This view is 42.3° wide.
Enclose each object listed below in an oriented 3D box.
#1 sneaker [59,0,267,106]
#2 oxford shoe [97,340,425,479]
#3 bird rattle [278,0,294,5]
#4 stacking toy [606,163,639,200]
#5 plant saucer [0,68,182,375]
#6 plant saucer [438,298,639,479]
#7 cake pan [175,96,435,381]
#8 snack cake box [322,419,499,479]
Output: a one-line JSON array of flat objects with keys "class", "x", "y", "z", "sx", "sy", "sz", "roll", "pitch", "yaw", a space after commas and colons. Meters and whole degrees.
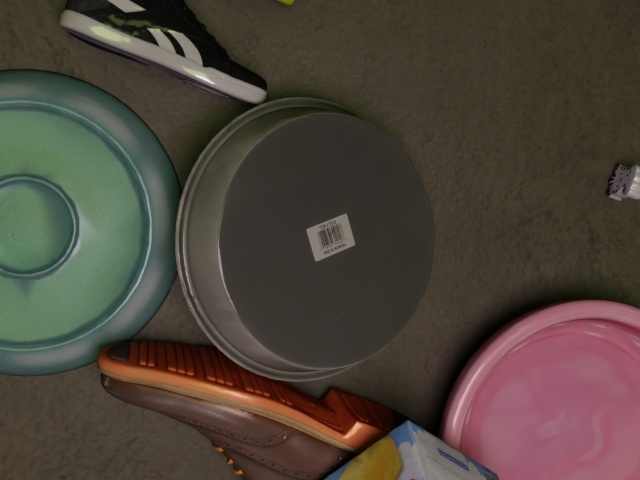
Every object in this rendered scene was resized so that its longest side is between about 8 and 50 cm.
[{"class": "sneaker", "x": -0.138, "y": -0.226, "z": 0.828, "sx": 0.216, "sy": 0.079, "sz": 0.121, "roll": 22, "pitch": 89, "yaw": -11}, {"class": "oxford shoe", "x": -0.065, "y": 0.206, "z": 0.853, "sx": 0.363, "sy": 0.130, "sz": 0.133, "roll": 21, "pitch": 96, "yaw": -11}, {"class": "bird rattle", "x": -0.113, "y": -0.326, "z": 0.794, "sx": 0.253, "sy": 0.143, "sz": 0.207, "roll": 0, "pitch": 64, "yaw": -21}, {"class": "stacking toy", "x": 0.445, "y": -0.117, "z": 0.959, "sx": 0.166, "sy": 0.052, "sz": 0.221, "roll": 20, "pitch": 89, "yaw": -13}, {"class": "plant saucer", "x": -0.296, "y": -0.015, "z": 0.835, "sx": 0.317, "sy": 0.043, "sz": 0.318, "roll": -1, "pitch": 95, "yaw": -11}, {"class": "plant saucer", "x": 0.285, "y": 0.227, "z": 0.937, "sx": 0.331, "sy": 0.084, "sz": 0.332, "roll": -1, "pitch": 94, "yaw": -10}, {"class": "cake pan", "x": 0.000, "y": 0.000, "z": 0.834, "sx": 0.293, "sy": 0.054, "sz": 0.294, "roll": -1, "pitch": 92, "yaw": -30}, {"class": "snack cake box", "x": 0.047, "y": 0.309, "z": 0.826, "sx": 0.264, "sy": 0.089, "sz": 0.152, "roll": -40, "pitch": 125, "yaw": 20}]
